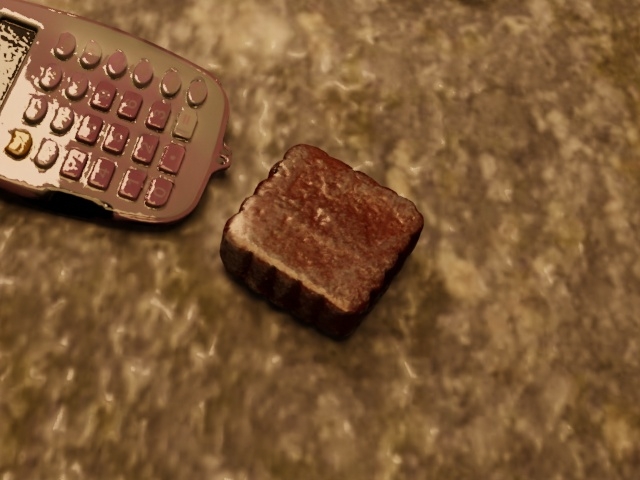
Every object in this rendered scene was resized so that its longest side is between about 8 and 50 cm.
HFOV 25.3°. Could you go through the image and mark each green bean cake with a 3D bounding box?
[{"bbox_3d":[0.000,0.000,1.168,0.135,0.056,0.136,33,56,8],"label":"green bean cake"}]

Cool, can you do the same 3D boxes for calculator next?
[{"bbox_3d":[-0.216,-0.108,1.207,0.294,0.043,0.194,19,54,-4],"label":"calculator"}]
